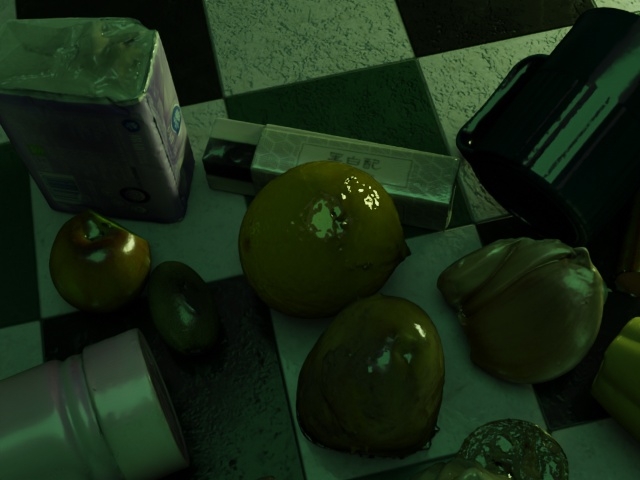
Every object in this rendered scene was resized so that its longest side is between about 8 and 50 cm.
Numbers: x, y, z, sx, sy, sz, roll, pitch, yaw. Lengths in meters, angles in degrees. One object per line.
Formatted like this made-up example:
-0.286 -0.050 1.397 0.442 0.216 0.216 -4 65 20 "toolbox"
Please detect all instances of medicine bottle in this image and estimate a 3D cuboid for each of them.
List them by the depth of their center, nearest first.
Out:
-0.362 0.271 1.179 0.326 0.212 0.212 -22 63 -8 "medicine bottle"

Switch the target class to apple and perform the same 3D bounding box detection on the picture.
-0.332 0.029 1.341 0.146 0.147 0.163 15 62 10 "apple"

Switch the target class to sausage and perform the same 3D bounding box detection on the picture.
0.532 -0.084 1.401 0.082 0.082 0.371 16 63 11 "sausage"

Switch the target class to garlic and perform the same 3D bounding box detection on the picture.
0.309 0.096 1.283 0.228 0.110 0.217 -28 72 26 "garlic"

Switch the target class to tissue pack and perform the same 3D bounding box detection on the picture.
-0.339 -0.180 1.347 0.242 0.338 0.160 5 61 5 "tissue pack"

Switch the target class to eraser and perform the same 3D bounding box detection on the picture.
0.017 -0.108 1.424 0.404 0.098 0.096 10 63 8 "eraser"

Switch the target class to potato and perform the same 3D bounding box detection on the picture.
0.073 0.179 1.180 0.229 0.266 0.229 1 62 -1 "potato"

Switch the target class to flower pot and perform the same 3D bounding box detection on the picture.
0.479 0.204 1.198 0.179 0.195 0.195 33 68 33 "flower pot"

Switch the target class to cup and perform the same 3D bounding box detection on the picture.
0.378 -0.180 1.345 0.308 0.242 0.292 37 82 21 "cup"

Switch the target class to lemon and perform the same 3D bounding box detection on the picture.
-0.007 0.004 1.295 0.253 0.228 0.228 -29 60 21 "lemon"

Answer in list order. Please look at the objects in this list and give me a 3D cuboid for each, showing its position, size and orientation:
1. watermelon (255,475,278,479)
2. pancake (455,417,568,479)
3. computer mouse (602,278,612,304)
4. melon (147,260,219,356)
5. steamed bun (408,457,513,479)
-0.101 0.426 1.067 0.283 0.292 0.250 -19 84 -21 "watermelon"
0.266 0.322 1.224 0.158 0.028 0.158 -1 65 2 "pancake"
0.386 0.080 1.340 0.110 0.032 0.055 -2 71 11 "computer mouse"
-0.209 0.099 1.326 0.099 0.099 0.162 -21 61 -8 "melon"
0.187 0.390 1.113 0.218 0.144 0.211 31 79 16 "steamed bun"
